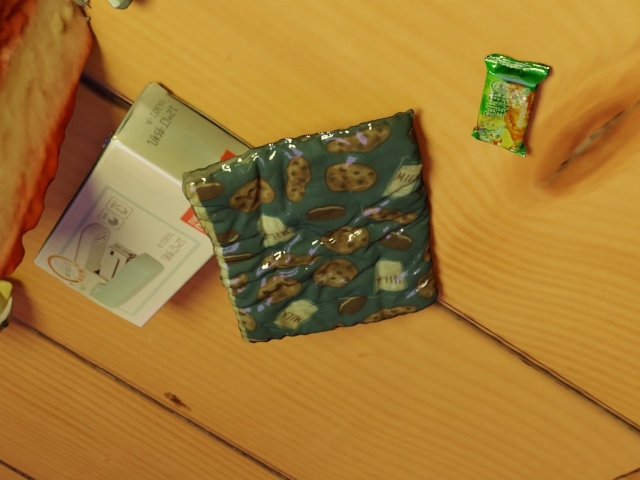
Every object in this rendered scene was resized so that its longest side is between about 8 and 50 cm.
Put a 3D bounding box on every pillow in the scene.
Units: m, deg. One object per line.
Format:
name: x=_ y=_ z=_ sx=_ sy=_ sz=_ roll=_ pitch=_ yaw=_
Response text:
pillow: x=0.002 y=0.001 z=0.962 sx=0.189 sy=0.034 sz=0.255 roll=-15 pitch=141 yaw=-1

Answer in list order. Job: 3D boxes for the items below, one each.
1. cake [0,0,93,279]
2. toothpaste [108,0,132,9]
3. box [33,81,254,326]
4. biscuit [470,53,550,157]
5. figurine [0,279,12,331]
cake: x=-0.367 y=-0.132 z=0.842 sx=0.270 sy=0.269 sz=0.319 roll=-4 pitch=147 yaw=28
toothpaste: x=-0.111 y=-0.250 z=0.771 sx=0.069 sy=0.047 sz=0.268 roll=24 pitch=150 yaw=-21
box: x=-0.161 y=-0.025 z=1.054 sx=0.135 sy=0.079 sz=0.269 roll=33 pitch=144 yaw=-12
biscuit: x=0.136 y=-0.097 z=0.838 sx=0.046 sy=0.016 sz=0.089 roll=17 pitch=144 yaw=10
figurine: x=-0.431 y=0.042 z=1.266 sx=0.184 sy=0.128 sz=0.208 roll=20 pitch=140 yaw=3
